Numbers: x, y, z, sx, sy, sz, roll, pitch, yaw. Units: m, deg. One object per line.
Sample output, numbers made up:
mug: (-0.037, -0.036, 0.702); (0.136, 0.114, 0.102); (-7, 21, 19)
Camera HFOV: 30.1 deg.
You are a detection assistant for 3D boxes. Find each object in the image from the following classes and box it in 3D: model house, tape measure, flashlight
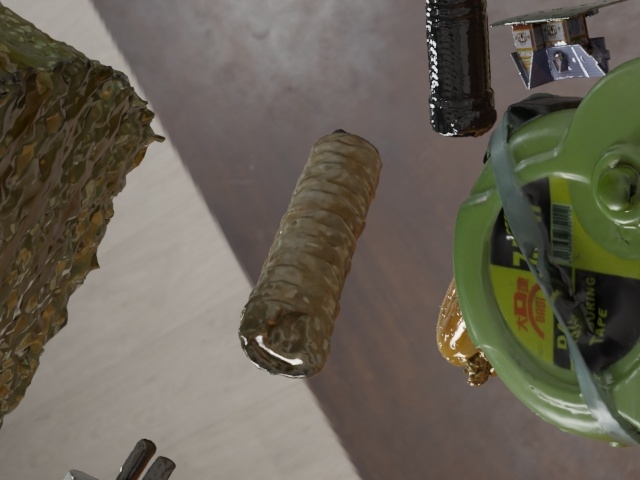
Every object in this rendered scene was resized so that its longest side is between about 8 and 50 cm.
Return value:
model house: (0.304, -0.244, 1.487); (0.167, 0.117, 0.088); (5, 112, 55)
tape measure: (0.149, 0.010, 0.573); (0.175, 0.106, 0.200); (1, 103, 49)
flashlight: (0.135, -0.218, 1.184); (0.093, 0.093, 0.232); (8, 120, 26)

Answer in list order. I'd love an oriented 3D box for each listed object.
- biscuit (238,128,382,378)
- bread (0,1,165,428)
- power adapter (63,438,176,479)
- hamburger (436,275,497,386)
biscuit: (0.000, 0.000, 0.786); (0.061, 0.219, 0.055); (21, 132, 1)
bread: (-0.256, -0.046, 0.611); (0.264, 0.395, 0.239); (33, 89, 3)
power adapter: (-0.230, 0.315, 1.303); (0.125, 0.130, 0.205); (33, 87, -25)
hamburger: (0.183, 0.080, 1.340); (0.083, 0.147, 0.138); (14, 123, -5)
